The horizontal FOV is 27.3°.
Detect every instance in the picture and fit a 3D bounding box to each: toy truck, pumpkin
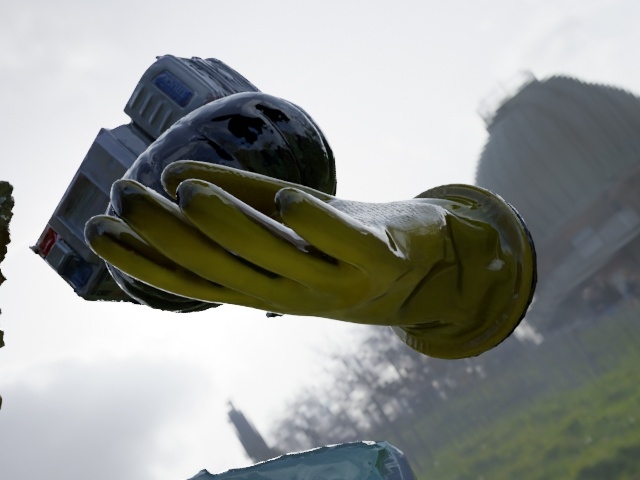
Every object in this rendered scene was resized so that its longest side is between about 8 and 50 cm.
[{"bbox_3d":[-0.178,-0.068,1.397,0.155,0.124,0.268,5,-60,-59],"label":"toy truck"},{"bbox_3d":[-0.075,-0.028,0.991,0.194,0.150,0.194,-50,-27,-37],"label":"pumpkin"}]

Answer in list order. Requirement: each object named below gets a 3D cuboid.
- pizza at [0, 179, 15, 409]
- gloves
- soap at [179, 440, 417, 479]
[{"bbox_3d":[-0.448,0.055,1.385,0.087,0.257,0.268,-39,-44,-78],"label":"pizza"},{"bbox_3d":[0.001,0.000,0.749,0.133,0.116,0.294,-22,-21,34],"label":"gloves"},{"bbox_3d":[-0.053,0.312,0.481,0.261,0.446,0.156,-15,-47,12],"label":"soap"}]
